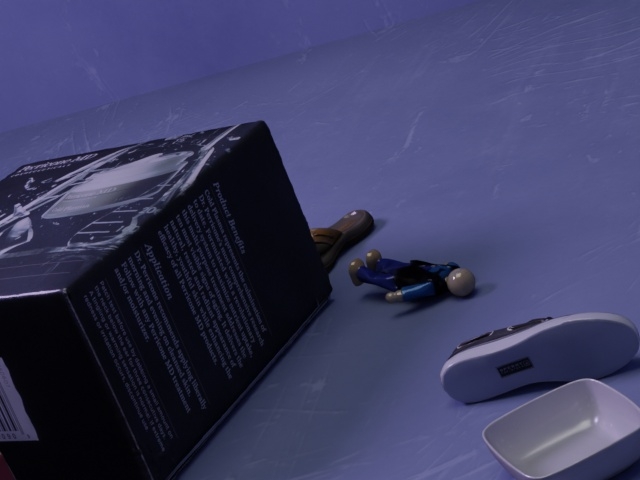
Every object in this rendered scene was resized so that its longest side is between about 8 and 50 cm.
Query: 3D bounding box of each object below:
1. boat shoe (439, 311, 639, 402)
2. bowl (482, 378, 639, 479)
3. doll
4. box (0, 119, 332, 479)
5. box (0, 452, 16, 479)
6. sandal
[{"bbox_3d":[0.244,0.121,1.584,0.228,0.080,0.076,-21,21,22],"label":"boat shoe"},{"bbox_3d":[0.246,0.202,1.401,0.142,0.053,0.142,-26,21,-10],"label":"bowl"},{"bbox_3d":[0.127,0.051,1.899,0.189,0.046,0.129,8,25,41],"label":"doll"},{"bbox_3d":[-0.321,0.092,1.900,0.479,0.297,0.472,-7,23,33],"label":"box"},{"bbox_3d":[-0.466,0.349,1.627,0.148,0.127,0.232,1,31,45],"label":"box"},{"bbox_3d":[0.000,0.000,2.130,0.090,0.060,0.219,1,30,46],"label":"sandal"}]
